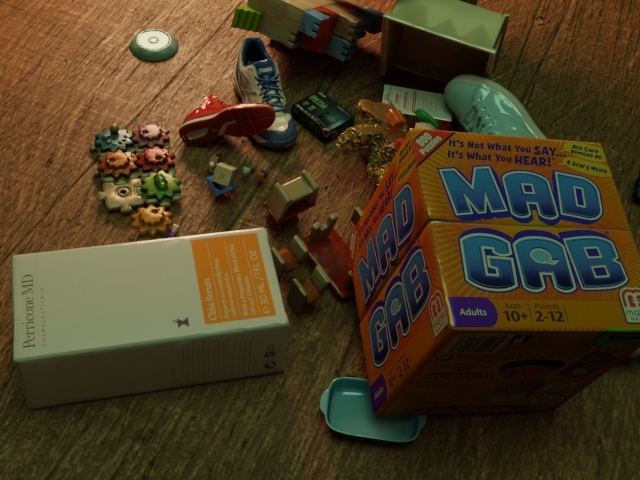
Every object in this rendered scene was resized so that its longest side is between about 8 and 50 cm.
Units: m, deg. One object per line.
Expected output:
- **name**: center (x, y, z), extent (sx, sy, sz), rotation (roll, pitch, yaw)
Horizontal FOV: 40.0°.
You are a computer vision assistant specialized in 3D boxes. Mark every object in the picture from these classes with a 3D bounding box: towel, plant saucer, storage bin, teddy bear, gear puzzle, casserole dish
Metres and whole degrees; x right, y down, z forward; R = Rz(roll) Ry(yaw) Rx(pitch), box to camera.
- **towel**: center (-0.328, -0.008, 1.775), extent (0.060, 0.009, 0.083), rotation (19, 50, 10)
- **plant saucer**: center (-0.409, -0.485, 2.160), extent (0.119, 0.021, 0.119), rotation (4, 49, -4)
- **storage bin**: center (0.284, -0.447, 2.069), extent (0.262, 0.260, 0.123), rotation (21, 67, 10)
- **teddy bear**: center (0.153, -0.165, 1.885), extent (0.245, 0.113, 0.338), rotation (-4, 44, -36)
- **gear puzzle**: center (-0.383, -0.136, 1.845), extent (0.175, 0.044, 0.339), rotation (-8, 49, -14)
- **casserole dish**: center (0.091, 0.304, 1.548), extent (0.188, 0.037, 0.114), rotation (9, 49, -1)

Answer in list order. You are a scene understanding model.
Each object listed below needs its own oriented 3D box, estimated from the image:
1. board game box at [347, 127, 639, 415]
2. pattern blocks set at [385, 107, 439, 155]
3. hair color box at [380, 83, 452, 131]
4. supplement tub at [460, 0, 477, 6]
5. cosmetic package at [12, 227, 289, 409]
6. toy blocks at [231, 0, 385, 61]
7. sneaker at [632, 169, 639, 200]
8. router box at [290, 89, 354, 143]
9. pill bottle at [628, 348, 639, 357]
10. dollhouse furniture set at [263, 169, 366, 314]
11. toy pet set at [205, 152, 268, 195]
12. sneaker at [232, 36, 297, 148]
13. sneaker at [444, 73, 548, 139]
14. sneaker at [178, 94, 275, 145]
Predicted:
- **board game box**: center (0.284, 0.067, 1.502), extent (0.356, 0.356, 0.356), rotation (2, 58, -17)
- **pattern blocks set**: center (0.259, -0.187, 1.872), extent (0.285, 0.026, 0.325), rotation (32, 27, -17)
- **hair color box**: center (0.224, -0.307, 2.071), extent (0.167, 0.053, 0.093), rotation (11, 51, 0)
- **supplement tub**: center (0.325, -0.606, 2.240), extent (0.144, 0.200, 0.144), rotation (4, 49, -4)
- **cosmetic package**: center (-0.300, 0.131, 1.562), extent (0.453, 0.161, 0.230), rotation (-7, 51, -13)
- **toy blocks**: center (-0.002, -0.533, 2.133), extent (0.261, 0.191, 0.381), rotation (30, 29, 14)
- **sneaker**: center (0.757, -0.083, 1.942), extent (0.121, 0.079, 0.217), rotation (1, 42, -2)
- **router box**: center (0.005, -0.287, 2.035), extent (0.092, 0.038, 0.122), rotation (-33, 61, -30)
- **pill bottle**: center (0.550, 0.158, 1.674), extent (0.216, 0.121, 0.121), rotation (7, 49, -1)
- **dollhouse furniture set**: center (0.000, 0.000, 1.760), extent (0.262, 0.135, 0.259), rotation (-27, 69, -26)
- **toy pet set**: center (-0.190, -0.130, 1.879), extent (0.122, 0.065, 0.114), rotation (20, 16, 6)
- **sneaker**: center (-0.134, -0.340, 2.003), extent (0.111, 0.131, 0.296), rotation (-13, 54, -20)
- **sneaker**: center (0.388, -0.228, 1.938), extent (0.150, 0.135, 0.366), rotation (-23, 62, -42)
- **sneaker**: center (-0.205, -0.292, 1.954), extent (0.221, 0.087, 0.128), rotation (-8, 45, 10)
